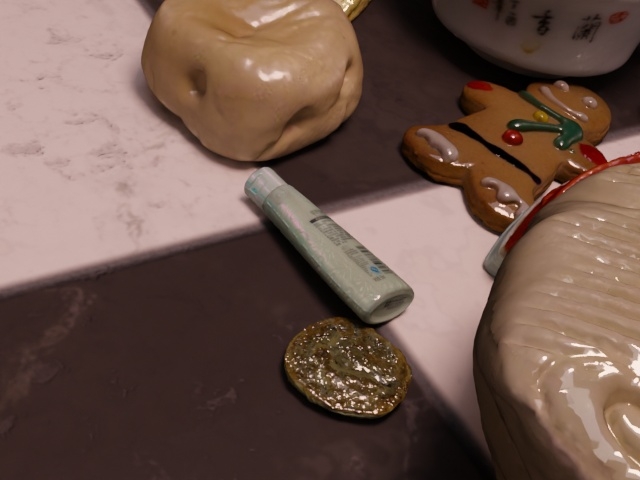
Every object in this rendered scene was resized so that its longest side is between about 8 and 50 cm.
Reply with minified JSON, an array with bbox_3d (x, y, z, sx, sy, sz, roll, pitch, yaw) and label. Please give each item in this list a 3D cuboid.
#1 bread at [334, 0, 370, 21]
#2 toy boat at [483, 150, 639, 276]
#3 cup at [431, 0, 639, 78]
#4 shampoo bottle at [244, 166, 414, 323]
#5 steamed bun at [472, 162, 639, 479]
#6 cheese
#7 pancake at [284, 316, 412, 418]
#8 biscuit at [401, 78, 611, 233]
[{"bbox_3d":[0.025,-0.413,1.138,0.168,0.163,0.264,23,44,6],"label":"bread"},{"bbox_3d":[0.323,-0.004,0.842,0.332,0.133,0.145,-7,66,-8],"label":"toy boat"},{"bbox_3d":[0.279,-0.318,1.107,0.347,0.163,0.347,8,40,-7],"label":"cup"},{"bbox_3d":[0.000,0.000,0.793,0.069,0.041,0.191,-13,48,-46],"label":"shampoo bottle"},{"bbox_3d":[0.266,0.123,0.592,0.343,0.255,0.368,22,37,28],"label":"steamed bun"},{"bbox_3d":[-0.066,-0.181,0.908,0.235,0.117,0.217,0,47,-12],"label":"cheese"},{"bbox_3d":[0.024,0.104,0.712,0.108,0.017,0.108,8,43,-8],"label":"pancake"},{"bbox_3d":[0.231,-0.120,0.986,0.197,0.049,0.302,42,48,22],"label":"biscuit"}]
